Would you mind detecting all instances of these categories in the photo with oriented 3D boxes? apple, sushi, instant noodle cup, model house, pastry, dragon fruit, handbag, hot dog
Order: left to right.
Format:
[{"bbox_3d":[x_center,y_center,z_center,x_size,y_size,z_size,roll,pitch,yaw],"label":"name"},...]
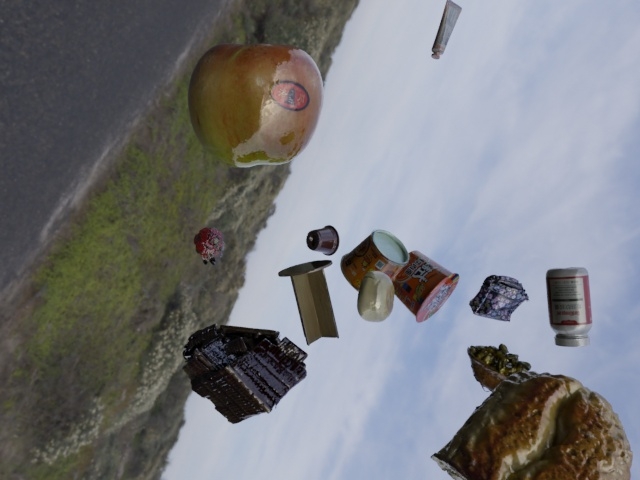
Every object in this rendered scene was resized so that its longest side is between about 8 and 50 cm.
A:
[{"bbox_3d":[-0.431,0.014,2.181,0.121,0.130,0.142,52,-36,46],"label":"dragon fruit"},{"bbox_3d":[-0.223,0.346,1.575,0.297,0.317,0.282,-43,179,-5],"label":"model house"},{"bbox_3d":[-0.158,-0.332,1.391,0.338,0.338,0.305,-99,-169,-75],"label":"apple"},{"bbox_3d":[0.164,0.165,1.643,0.156,0.091,0.157,-1,90,-69],"label":"pastry"},{"bbox_3d":[0.202,0.077,1.978,0.172,0.215,0.216,-50,-164,33],"label":"instant noodle cup"},{"bbox_3d":[0.397,0.171,2.205,0.250,0.192,0.250,-34,149,-24],"label":"instant noodle cup"},{"bbox_3d":[0.781,0.248,2.440,0.127,0.228,0.208,-96,-154,-55],"label":"handbag"},{"bbox_3d":[0.606,0.430,1.779,0.166,0.296,0.179,2,124,-56],"label":"sushi"},{"bbox_3d":[0.519,0.490,1.306,0.365,0.367,0.196,-47,144,-17],"label":"hot dog"}]

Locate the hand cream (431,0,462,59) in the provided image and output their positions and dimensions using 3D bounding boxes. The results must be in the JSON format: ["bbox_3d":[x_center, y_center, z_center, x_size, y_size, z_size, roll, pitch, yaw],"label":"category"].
[{"bbox_3d":[0.425,-0.720,1.897,0.043,0.067,0.210,3,-109,69],"label":"hand cream"}]

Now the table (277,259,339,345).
[{"bbox_3d":[-0.021,0.187,1.669,0.167,0.167,0.227,-139,-144,-81],"label":"table"}]

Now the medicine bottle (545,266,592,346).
[{"bbox_3d":[0.808,0.213,1.805,0.131,0.131,0.250,160,-73,-79],"label":"medicine bottle"}]

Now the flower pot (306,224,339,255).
[{"bbox_3d":[0.000,0.000,1.969,0.111,0.089,0.111,0,-90,46],"label":"flower pot"}]
